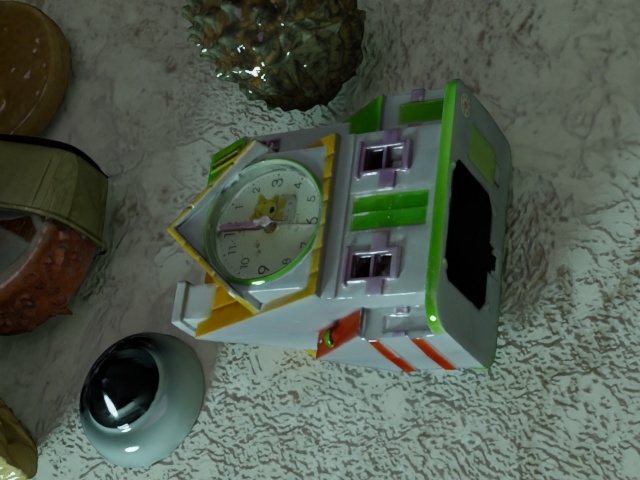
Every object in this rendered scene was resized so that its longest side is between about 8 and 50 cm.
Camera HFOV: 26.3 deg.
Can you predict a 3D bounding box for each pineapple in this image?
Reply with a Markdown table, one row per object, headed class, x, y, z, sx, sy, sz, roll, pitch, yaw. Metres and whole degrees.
| class | x | y | z | sx | sy | sz | roll | pitch | yaw |
| --- | --- | --- | --- | --- | --- | --- | --- | --- | --- |
| pineapple | -0.086 | -0.268 | 1.464 | 0.175 | 0.175 | 0.361 | -44 | 40 | 3 |

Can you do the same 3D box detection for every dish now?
| class | x | y | z | sx | sy | sz | roll | pitch | yaw |
| --- | --- | --- | --- | --- | --- | --- | --- | --- | --- |
| dish | -0.194 | 0.145 | 1.346 | 0.141 | 0.078 | 0.141 | -13 | 59 | 24 |

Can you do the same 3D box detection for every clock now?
| class | x | y | z | sx | sy | sz | roll | pitch | yaw |
| --- | --- | --- | --- | --- | --- | --- | --- | --- | --- |
| clock | 0.000 | 0.000 | 1.256 | 0.309 | 0.166 | 0.235 | -6 | 63 | 28 |

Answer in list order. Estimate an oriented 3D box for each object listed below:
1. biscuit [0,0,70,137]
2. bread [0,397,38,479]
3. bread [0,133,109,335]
| class | x | y | z | sx | sy | sz | roll | pitch | yaw |
| --- | --- | --- | --- | --- | --- | --- | --- | --- | --- |
| biscuit | -0.453 | -0.193 | 1.682 | 0.355 | 0.052 | 0.275 | 1 | 71 | 28 |
| bread | -0.421 | 0.167 | 1.347 | 0.156 | 0.288 | 0.204 | -40 | 12 | 1 |
| bread | -0.343 | -0.007 | 1.469 | 0.224 | 0.142 | 0.212 | 9 | 68 | 32 |
